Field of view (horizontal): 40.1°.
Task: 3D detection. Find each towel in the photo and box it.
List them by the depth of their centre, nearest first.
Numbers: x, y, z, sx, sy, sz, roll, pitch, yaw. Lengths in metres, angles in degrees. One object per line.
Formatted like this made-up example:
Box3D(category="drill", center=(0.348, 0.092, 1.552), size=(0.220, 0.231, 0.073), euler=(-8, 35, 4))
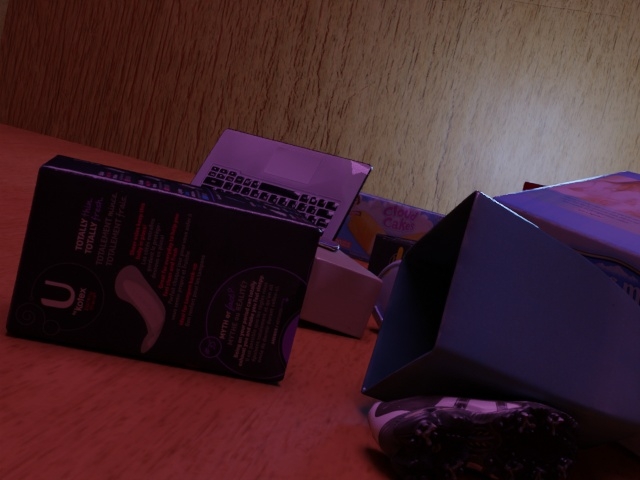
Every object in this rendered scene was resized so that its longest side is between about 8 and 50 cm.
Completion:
Box3D(category="towel", center=(0.000, 0.000, 1.346), size=(0.060, 0.009, 0.083), euler=(22, 4, 3))

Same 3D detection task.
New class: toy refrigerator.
Box3D(category="toy refrigerator", center=(-0.006, 0.059, 1.282), size=(0.102, 0.094, 0.269), euler=(20, 5, -16))

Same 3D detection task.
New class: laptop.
Box3D(category="laptop", center=(-0.161, -0.105, 1.796), size=(0.381, 0.408, 0.236), euler=(17, -27, 23))

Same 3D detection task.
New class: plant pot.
Box3D(category="plant pot", center=(0.194, 0.099, 0.836), size=(0.234, 0.166, 0.166), euler=(25, -28, -9))

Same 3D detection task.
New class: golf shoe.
Box3D(category="golf shoe", center=(0.132, 0.160, 0.747), size=(0.198, 0.077, 0.094), euler=(12, 6, -26))

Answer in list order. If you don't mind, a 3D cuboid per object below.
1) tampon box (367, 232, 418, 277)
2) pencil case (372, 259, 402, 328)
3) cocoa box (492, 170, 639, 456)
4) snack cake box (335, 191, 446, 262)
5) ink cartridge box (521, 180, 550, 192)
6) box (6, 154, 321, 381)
Box3D(category="tampon box", center=(0.168, 0.066, 1.459), size=(0.160, 0.121, 0.101), euler=(10, 7, -33))
Box3D(category="pencil case", center=(0.194, 0.091, 1.315), size=(0.124, 0.114, 0.273), euler=(-26, -20, 35))
Box3D(category="cocoa box", center=(0.382, 0.075, 0.996), size=(0.231, 0.228, 0.347), euler=(-12, 21, -23))
Box3D(category="snack cake box", center=(0.170, -0.014, 2.041), size=(0.264, 0.152, 0.089), euler=(17, 7, 25))
Box3D(category="ink cartridge box", center=(0.400, -0.001, 1.883), size=(0.130, 0.272, 0.309), euler=(13, 6, -8))
Box3D(category="box", center=(-0.156, 0.025, 0.887), size=(0.270, 0.165, 0.143), euler=(13, 7, -13))
